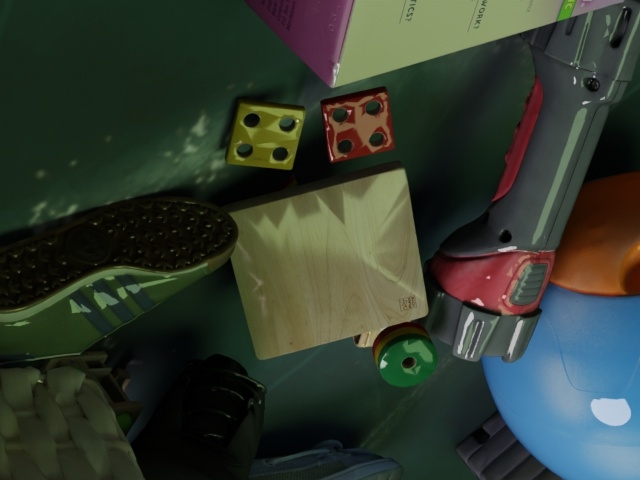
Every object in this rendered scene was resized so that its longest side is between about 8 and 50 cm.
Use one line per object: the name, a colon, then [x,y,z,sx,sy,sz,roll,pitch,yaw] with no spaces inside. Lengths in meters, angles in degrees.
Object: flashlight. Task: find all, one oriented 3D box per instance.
flashlight: [0.157,-0.058,1.126,0.103,0.103,0.304,-62,169,-67]

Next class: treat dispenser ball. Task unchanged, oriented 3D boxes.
treat dispenser ball: [0.282,0.082,1.288,0.288,0.288,0.288,-29,147,-21]

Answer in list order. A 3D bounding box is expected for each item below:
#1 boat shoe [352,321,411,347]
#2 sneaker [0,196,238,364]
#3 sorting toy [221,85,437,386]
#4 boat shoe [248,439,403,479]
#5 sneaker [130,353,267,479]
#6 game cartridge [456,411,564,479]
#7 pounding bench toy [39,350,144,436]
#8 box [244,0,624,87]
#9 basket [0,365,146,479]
boat shoe: [0.036,0.037,1.181,0.059,0.063,0.170,-15,141,2]
sneaker: [-0.148,0.031,0.970,0.192,0.064,0.086,-17,149,-35]
sorting toy: [0.000,0.000,1.065,0.132,0.046,0.274,-15,125,-4]
boat shoe: [-0.045,0.231,1.309,0.320,0.103,0.118,-9,133,-49]
sneaker: [-0.092,0.146,1.069,0.286,0.109,0.130,173,-59,-85]
game cartridge: [0.320,0.156,1.505,0.355,0.230,0.068,-40,116,-2]
pounding bench toy: [-0.157,0.119,1.061,0.083,0.065,0.052,0,130,-49]
box: [0.089,-0.229,0.850,0.243,0.117,0.213,-19,142,-31]
basket: [-0.253,0.263,0.831,0.328,0.331,0.266,7,124,-35]
